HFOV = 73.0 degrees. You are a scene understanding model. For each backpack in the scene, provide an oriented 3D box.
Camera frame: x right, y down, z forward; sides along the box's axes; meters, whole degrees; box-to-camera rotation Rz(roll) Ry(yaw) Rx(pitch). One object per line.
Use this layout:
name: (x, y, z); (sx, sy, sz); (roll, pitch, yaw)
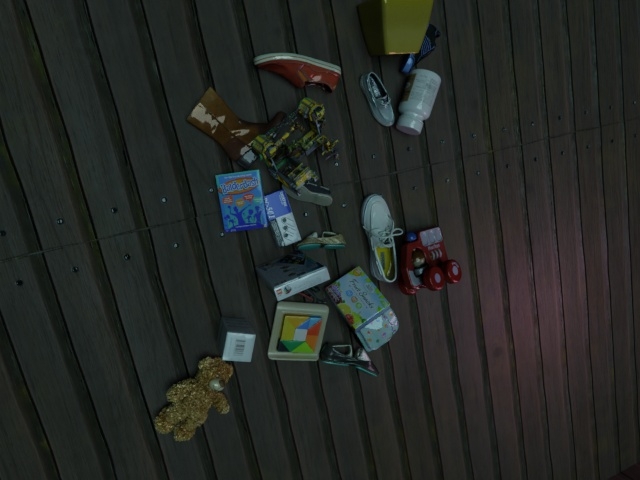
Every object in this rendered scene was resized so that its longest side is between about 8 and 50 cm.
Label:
backpack: (0.227, 0.347, 1.793); (0.188, 0.144, 0.166); (-35, 102, -15)

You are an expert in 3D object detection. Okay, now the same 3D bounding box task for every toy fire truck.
toy fire truck: (0.430, 0.079, 1.798); (0.302, 0.169, 0.254); (-12, 85, -40)

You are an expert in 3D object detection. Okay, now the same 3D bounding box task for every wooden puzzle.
wooden puzzle: (-0.086, 0.367, 1.728); (0.220, 0.044, 0.239); (7, 99, -20)

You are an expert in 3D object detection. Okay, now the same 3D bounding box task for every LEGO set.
LEGO set: (-0.056, -0.320, 1.531); (0.331, 0.192, 0.255); (-39, 150, -20)

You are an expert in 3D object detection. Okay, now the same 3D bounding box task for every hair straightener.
hair straightener: (-0.050, 0.183, 1.706); (0.230, 0.047, 0.089); (35, 89, -30)

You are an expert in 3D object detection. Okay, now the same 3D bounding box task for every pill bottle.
pill bottle: (0.385, -0.549, 1.730); (0.131, 0.131, 0.230); (17, 92, -21)

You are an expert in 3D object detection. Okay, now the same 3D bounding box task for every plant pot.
plant pot: (0.279, -0.800, 1.631); (0.212, 0.212, 0.187); (-11, 114, -18)

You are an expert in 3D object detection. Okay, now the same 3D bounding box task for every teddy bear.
teddy bear: (-0.455, 0.595, 1.601); (0.338, 0.113, 0.245); (-36, 109, -11)

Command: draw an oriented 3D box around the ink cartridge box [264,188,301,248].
ink cartridge box: (-0.154, -0.083, 1.648); (0.097, 0.046, 0.207); (-22, 103, -16)

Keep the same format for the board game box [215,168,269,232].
board game box: (-0.282, -0.143, 1.570); (0.159, 0.047, 0.211); (-8, 100, 1)

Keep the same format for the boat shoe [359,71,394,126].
boat shoe: (0.231, -0.554, 1.702); (0.079, 0.081, 0.228); (-36, 107, -11)

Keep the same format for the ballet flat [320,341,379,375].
ballet flat: (0.134, 0.490, 1.807); (0.280, 0.095, 0.096); (21, 78, -21)

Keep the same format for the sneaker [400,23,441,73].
sneaker: (0.405, -0.761, 1.735); (0.090, 0.081, 0.232); (28, 86, -13)

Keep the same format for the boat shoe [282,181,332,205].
boat shoe: (-0.050, -0.195, 1.675); (0.205, 0.075, 0.065); (18, 48, -15)

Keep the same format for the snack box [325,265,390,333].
snack box: (0.146, 0.233, 1.725); (0.174, 0.070, 0.207); (-32, 65, -12)

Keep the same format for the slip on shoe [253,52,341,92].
slip on shoe: (-0.081, -0.609, 1.570); (0.330, 0.123, 0.102); (4, 100, -25)

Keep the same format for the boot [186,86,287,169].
boot: (-0.291, -0.437, 1.549); (0.280, 0.096, 0.264); (42, 90, -12)

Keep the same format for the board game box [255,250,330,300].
board game box: (-0.110, 0.116, 1.553); (0.192, 0.305, 0.053); (-21, 106, -15)

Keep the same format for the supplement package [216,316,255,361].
supplement package: (-0.311, 0.358, 1.581); (0.105, 0.179, 0.105); (9, 94, -21)

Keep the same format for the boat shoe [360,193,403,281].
boat shoe: (0.254, -0.002, 1.744); (0.135, 0.156, 0.368); (-9, 101, -18)

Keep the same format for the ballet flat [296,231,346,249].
ballet flat: (0.000, 0.000, 1.713); (0.206, 0.073, 0.067); (-1, 70, -22)
